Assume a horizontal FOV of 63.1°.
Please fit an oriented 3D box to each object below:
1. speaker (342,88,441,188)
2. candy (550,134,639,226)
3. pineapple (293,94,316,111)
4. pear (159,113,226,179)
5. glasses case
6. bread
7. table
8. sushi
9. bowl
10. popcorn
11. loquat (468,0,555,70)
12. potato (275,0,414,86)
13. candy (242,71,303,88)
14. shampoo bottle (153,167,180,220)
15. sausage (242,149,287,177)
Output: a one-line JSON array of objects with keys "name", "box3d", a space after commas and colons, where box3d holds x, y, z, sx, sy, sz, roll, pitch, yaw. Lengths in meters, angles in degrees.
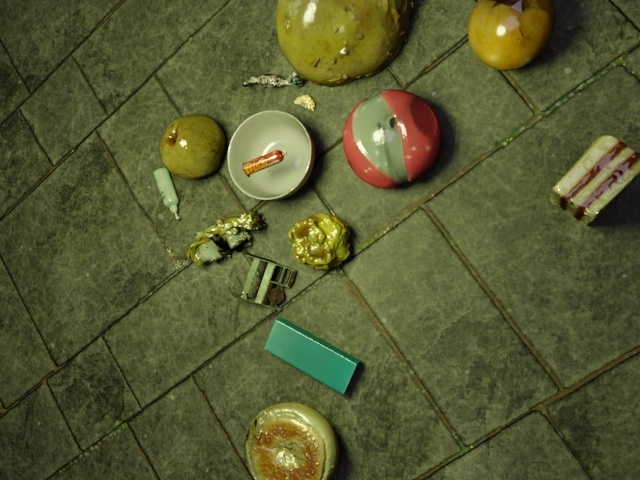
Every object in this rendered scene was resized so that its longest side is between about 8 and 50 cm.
[{"name": "speaker", "box3d": [0.203, -0.300, 1.561, 0.295, 0.294, 0.293, -1, 87, 19]}, {"name": "candy", "box3d": [0.690, -0.144, 1.315, 0.135, 0.321, 0.179, 43, 105, 19]}, {"name": "pineapple", "box3d": [-0.047, -0.463, 1.735, 0.083, 0.019, 0.045, 25, 102, 17]}, {"name": "pear", "box3d": [-0.433, -0.320, 1.757, 0.189, 0.211, 0.228, 21, 94, 20]}, {"name": "glasses case", "box3d": [-0.027, 0.364, 1.669, 0.301, 0.070, 0.117, 26, 102, 16]}, {"name": "bread", "box3d": [-0.086, 0.643, 1.626, 0.306, 0.159, 0.305, 0, 91, 18]}, {"name": "table", "box3d": [-0.188, 0.136, 1.728, 0.176, 0.062, 0.146, 19, 94, -13]}, {"name": "sushi", "box3d": [-0.324, -0.005, 1.750, 0.291, 0.139, 0.131, -24, 88, 15]}, {"name": "bowl", "box3d": [-0.142, -0.265, 1.692, 0.287, 0.144, 0.286, -1, 87, 19]}, {"name": "popcorn", "box3d": [-0.001, 0.003, 1.630, 0.198, 0.155, 0.197, 0, 92, 7]}, {"name": "loquat", "box3d": [0.523, -0.589, 1.437, 0.235, 0.235, 0.234, -1, 87, 19]}, {"name": "potato", "box3d": [0.053, -0.699, 1.561, 0.386, 0.319, 0.441, 28, 99, 19]}, {"name": "candy", "box3d": [-0.161, -0.536, 1.745, 0.227, 0.094, 0.051, 6, 108, 25]}, {"name": "shampoo bottle", "box3d": [-0.543, -0.164, 1.871, 0.056, 0.056, 0.195, -26, 79, 16]}, {"name": "sausage", "box3d": [-0.168, -0.241, 1.603, 0.146, 0.048, 0.050, -19, 87, 14]}]
